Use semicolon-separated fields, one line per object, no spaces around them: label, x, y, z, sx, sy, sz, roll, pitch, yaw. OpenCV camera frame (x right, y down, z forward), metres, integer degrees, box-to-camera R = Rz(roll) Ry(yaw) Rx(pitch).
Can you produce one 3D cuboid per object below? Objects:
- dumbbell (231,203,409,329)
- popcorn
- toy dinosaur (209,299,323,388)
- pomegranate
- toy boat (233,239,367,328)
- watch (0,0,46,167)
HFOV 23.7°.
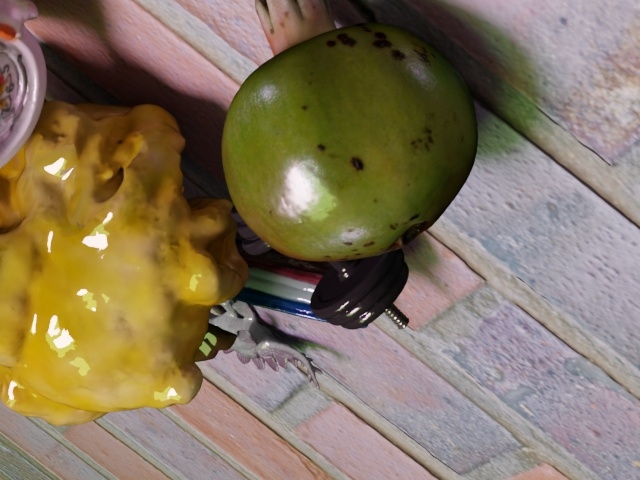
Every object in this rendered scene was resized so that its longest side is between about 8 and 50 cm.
dumbbell;0.000;0.000;1.255;0.208;0.099;0.099;45;151;-16
popcorn;-0.219;0.017;1.320;0.316;0.281;0.297;18;103;24
toy dinosaur;-0.065;0.102;1.546;0.209;0.039;0.082;27;156;39
pomegranate;0.010;-0.089;1.056;0.209;0.180;0.180;65;152;7
toy boat;-0.049;0.034;1.406;0.229;0.080;0.045;14;111;36
watch;-0.363;-0.154;1.197;0.231;0.244;0.196;32;138;32
